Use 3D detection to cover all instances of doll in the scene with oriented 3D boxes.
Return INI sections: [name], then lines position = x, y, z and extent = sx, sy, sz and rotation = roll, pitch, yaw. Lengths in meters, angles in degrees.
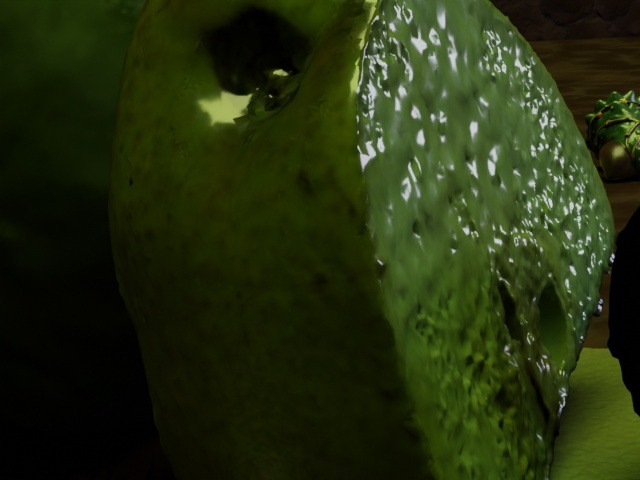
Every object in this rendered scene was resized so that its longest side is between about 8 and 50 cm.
[doll]
position = 0.294, -0.100, 1.719
extent = 0.078, 0.077, 0.113
rotation = -10, 12, -3

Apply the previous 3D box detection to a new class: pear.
[pear]
position = 0.000, 0.000, 0.758
extent = 0.159, 0.292, 0.292
rotation = -8, 9, 26

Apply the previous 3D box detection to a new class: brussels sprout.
[brussels sprout]
position = -0.129, -0.032, 1.012
extent = 0.371, 0.315, 0.276
rotation = -44, 7, 49

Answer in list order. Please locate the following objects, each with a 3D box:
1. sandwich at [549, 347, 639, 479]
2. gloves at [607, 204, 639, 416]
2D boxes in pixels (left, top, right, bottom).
[sandwich]
position = 0.105, 0.108, 0.837
extent = 0.212, 0.063, 0.245
rotation = -2, 11, 25
[gloves]
position = 0.287, 0.060, 0.743
extent = 0.356, 0.155, 0.203
rotation = 11, 35, -10
